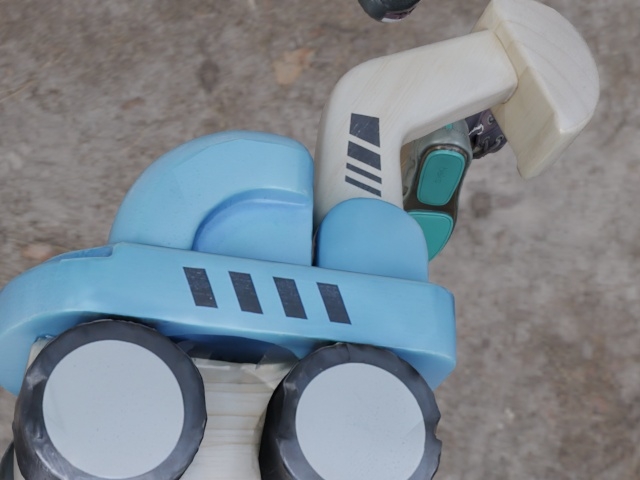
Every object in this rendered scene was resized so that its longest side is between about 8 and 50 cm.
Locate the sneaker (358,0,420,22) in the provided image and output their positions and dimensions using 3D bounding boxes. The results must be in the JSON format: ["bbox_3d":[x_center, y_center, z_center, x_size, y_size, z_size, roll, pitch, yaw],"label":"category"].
[{"bbox_3d":[0.143,-0.350,1.554,0.106,0.162,0.281,57,35,-8],"label":"sneaker"}]

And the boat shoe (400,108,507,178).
[{"bbox_3d":[0.187,-0.144,1.606,0.092,0.103,0.285,48,52,-12],"label":"boat shoe"}]

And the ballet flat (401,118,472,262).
[{"bbox_3d":[0.113,-0.051,1.395,0.072,0.213,0.068,8,51,-7],"label":"ballet flat"}]

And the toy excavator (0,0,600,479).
[{"bbox_3d":[0.000,0.000,0.938,0.433,0.222,0.445,7,64,-13],"label":"toy excavator"}]
